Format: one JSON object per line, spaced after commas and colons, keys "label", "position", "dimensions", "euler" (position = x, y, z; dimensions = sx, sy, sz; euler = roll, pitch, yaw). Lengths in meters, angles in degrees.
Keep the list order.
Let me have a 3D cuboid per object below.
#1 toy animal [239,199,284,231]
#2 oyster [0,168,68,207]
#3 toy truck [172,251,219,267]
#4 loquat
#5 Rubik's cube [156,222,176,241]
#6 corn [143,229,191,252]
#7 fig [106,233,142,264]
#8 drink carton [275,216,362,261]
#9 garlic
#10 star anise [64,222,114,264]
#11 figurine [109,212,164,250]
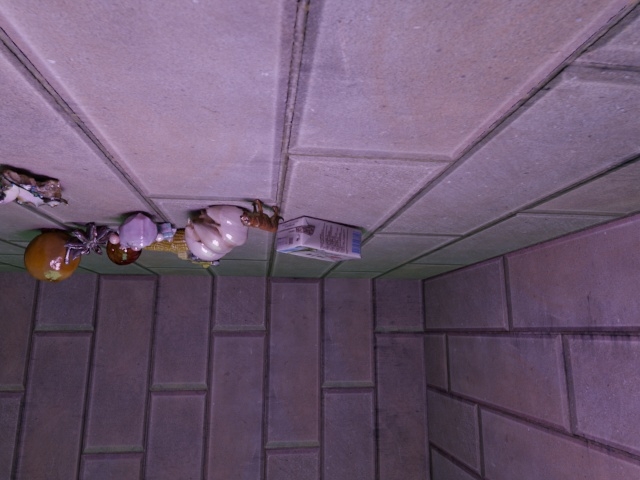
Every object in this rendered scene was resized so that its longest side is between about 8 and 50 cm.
{"label": "toy animal", "position": [-0.201, -0.078, 1.557], "dimensions": [0.057, 0.099, 0.241], "euler": [-6, 166, 30]}
{"label": "oyster", "position": [-0.867, -0.143, 1.303], "dimensions": [0.198, 0.092, 0.259], "euler": [2, 177, -7]}
{"label": "toy truck", "position": [-0.603, 0.055, 2.156], "dimensions": [0.157, 0.124, 0.272], "euler": [-3, 168, 13]}
{"label": "loquat", "position": [-1.175, 0.070, 1.950], "dimensions": [0.238, 0.238, 0.193], "euler": [-4, 168, 18]}
{"label": "Rubik's cube", "position": [-0.646, -0.033, 1.850], "dimensions": [0.084, 0.075, 0.073], "euler": [2, 166, -17]}
{"label": "corn", "position": [-0.682, 0.000, 1.965], "dimensions": [0.293, 0.106, 0.106], "euler": [1, 169, 16]}
{"label": "fig", "position": [-0.897, 0.046, 2.045], "dimensions": [0.149, 0.148, 0.202], "euler": [-25, 158, -4]}
{"label": "drink carton", "position": [0.000, 0.000, 1.862], "dimensions": [0.324, 0.132, 0.194], "euler": [11, 165, -37]}
{"label": "garlic", "position": [-0.402, -0.023, 1.641], "dimensions": [0.281, 0.184, 0.203], "euler": [-10, 145, 46]}
{"label": "star anise", "position": [-0.996, 0.005, 1.881], "dimensions": [0.231, 0.089, 0.209], "euler": [-29, 150, -20]}
{"label": "figurine", "position": [-0.724, -0.030, 1.741], "dimensions": [0.200, 0.133, 0.276], "euler": [-2, 176, -33]}
